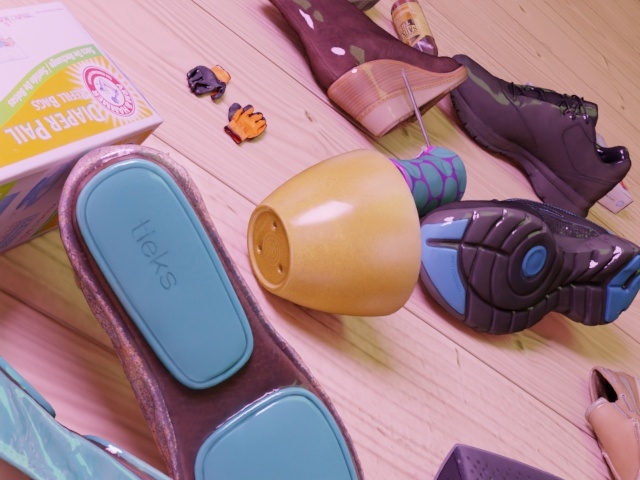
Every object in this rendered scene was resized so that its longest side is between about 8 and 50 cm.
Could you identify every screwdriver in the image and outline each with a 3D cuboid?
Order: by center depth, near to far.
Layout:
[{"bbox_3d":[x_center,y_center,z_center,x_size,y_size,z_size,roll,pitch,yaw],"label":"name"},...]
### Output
[{"bbox_3d":[0.111,-0.102,1.216,0.024,0.025,0.169,-32,109,-23],"label":"screwdriver"}]

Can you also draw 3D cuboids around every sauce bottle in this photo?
[{"bbox_3d":[0.125,-0.250,1.469,0.042,0.042,0.128,17,44,-46],"label":"sauce bottle"}]

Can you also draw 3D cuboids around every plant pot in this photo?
[{"bbox_3d":[0.000,0.000,0.896,0.095,0.134,0.134,-9,59,-31],"label":"plant pot"}]

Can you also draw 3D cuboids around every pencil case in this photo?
[{"bbox_3d":[0.089,-0.056,1.144,0.152,0.065,0.070,-16,84,-61],"label":"pencil case"}]

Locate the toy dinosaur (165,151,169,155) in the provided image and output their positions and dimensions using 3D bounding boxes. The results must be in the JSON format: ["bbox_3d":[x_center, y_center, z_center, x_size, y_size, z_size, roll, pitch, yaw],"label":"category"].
[{"bbox_3d":[-0.117,0.018,0.780,0.093,0.053,0.183,30,37,-62],"label":"toy dinosaur"}]

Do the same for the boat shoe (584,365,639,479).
[{"bbox_3d":[0.295,0.187,1.154,0.072,0.068,0.190,32,20,-8],"label":"boat shoe"}]

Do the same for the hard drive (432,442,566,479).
[{"bbox_3d":[0.191,0.264,0.898,0.255,0.054,0.172,27,35,-36],"label":"hard drive"}]

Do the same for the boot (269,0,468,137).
[{"bbox_3d":[0.055,-0.226,1.280,0.207,0.090,0.248,53,31,2],"label":"boot"}]

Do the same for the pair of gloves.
[{"bbox_3d":[-0.083,-0.125,1.037,0.083,0.010,0.074,48,27,-1],"label":"pair of gloves"}]

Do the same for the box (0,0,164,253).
[{"bbox_3d":[-0.200,-0.055,0.661,0.103,0.114,0.203,49,26,2],"label":"box"}]

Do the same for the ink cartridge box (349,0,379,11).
[{"bbox_3d":[-0.009,-0.350,1.398,0.179,0.045,0.145,53,27,1],"label":"ink cartridge box"}]

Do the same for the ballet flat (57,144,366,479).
[{"bbox_3d":[-0.059,0.089,0.681,0.316,0.108,0.106,68,-18,-8],"label":"ballet flat"}]

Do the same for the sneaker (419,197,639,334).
[{"bbox_3d":[0.191,0.017,1.185,0.341,0.125,0.140,12,18,-46],"label":"sneaker"}]

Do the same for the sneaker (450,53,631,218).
[{"bbox_3d":[0.279,-0.153,1.477,0.286,0.130,0.109,37,32,-22],"label":"sneaker"}]

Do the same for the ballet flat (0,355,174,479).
[{"bbox_3d":[-0.144,0.120,0.573,0.247,0.083,0.087,40,65,-13],"label":"ballet flat"}]

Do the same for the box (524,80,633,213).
[{"bbox_3d":[0.367,-0.135,1.686,0.186,0.038,0.145,27,35,-35],"label":"box"}]
